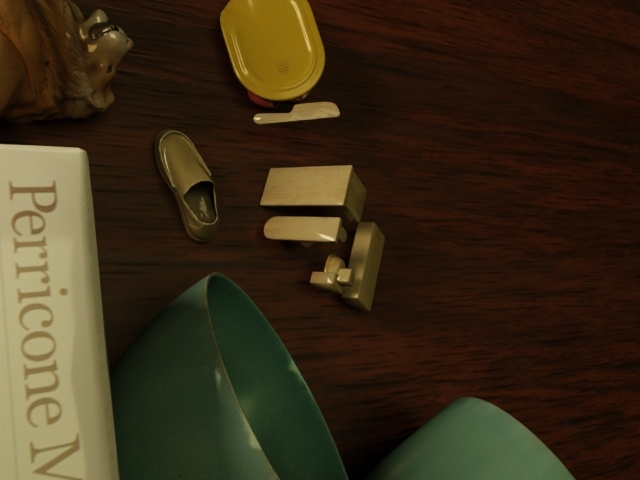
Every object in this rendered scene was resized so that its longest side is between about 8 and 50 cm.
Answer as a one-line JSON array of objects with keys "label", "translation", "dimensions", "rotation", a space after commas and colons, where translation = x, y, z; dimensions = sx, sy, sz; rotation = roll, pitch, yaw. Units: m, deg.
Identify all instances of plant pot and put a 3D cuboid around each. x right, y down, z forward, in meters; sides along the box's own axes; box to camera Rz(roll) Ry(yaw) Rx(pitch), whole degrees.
[{"label": "plant pot", "translation": [-0.117, 0.204, 0.612], "dimensions": [0.195, 0.290, 0.290], "rotation": [-29, 93, 3]}, {"label": "plant pot", "translation": [0.147, 0.364, 0.702], "dimensions": [0.235, 0.293, 0.293], "rotation": [-26, 91, -20]}]

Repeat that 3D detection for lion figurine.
[{"label": "lion figurine", "translation": [-0.318, -0.144, 0.553], "dimensions": [0.392, 0.142, 0.240], "rotation": [-73, 155, -45]}]

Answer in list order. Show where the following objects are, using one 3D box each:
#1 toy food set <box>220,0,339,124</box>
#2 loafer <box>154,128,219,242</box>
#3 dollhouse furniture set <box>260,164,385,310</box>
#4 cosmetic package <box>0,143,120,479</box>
[{"label": "toy food set", "translation": [-0.062, -0.249, 0.872], "dimensions": [0.128, 0.071, 0.218], "rotation": [-14, 82, -9]}, {"label": "loafer", "translation": [-0.157, -0.072, 0.768], "dimensions": [0.056, 0.050, 0.148], "rotation": [-24, 90, -34]}, {"label": "dollhouse furniture set", "translation": [0.000, 0.000, 0.858], "dimensions": [0.151, 0.123, 0.144], "rotation": [48, 50, -54]}, {"label": "cosmetic package", "translation": [-0.373, 0.133, 0.417], "dimensions": [0.393, 0.327, 0.329], "rotation": [-3, 78, -33]}]
